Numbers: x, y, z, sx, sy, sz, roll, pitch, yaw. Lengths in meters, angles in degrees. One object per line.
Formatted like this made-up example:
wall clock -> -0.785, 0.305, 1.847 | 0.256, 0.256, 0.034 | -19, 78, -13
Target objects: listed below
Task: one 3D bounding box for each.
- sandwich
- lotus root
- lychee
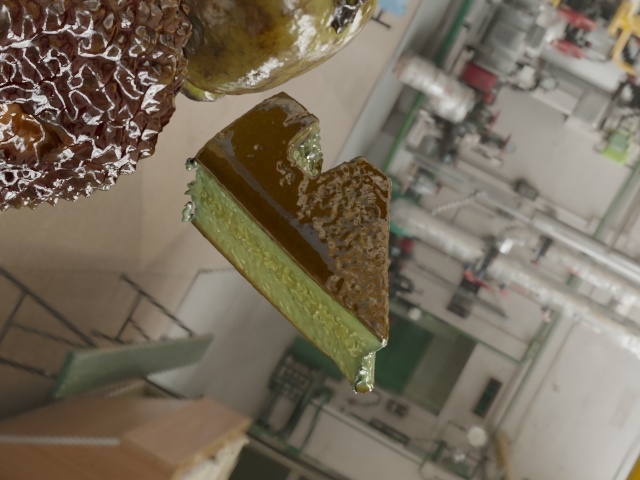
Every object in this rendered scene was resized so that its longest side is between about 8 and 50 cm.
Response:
sandwich -> 0.000, 0.000, 0.882 | 0.128, 0.236, 0.122 | -36, 154, -19
lotus root -> -0.051, -0.217, 1.003 | 0.314, 0.141, 0.169 | -29, 177, 43
lychee -> -0.216, -0.151, 0.672 | 0.271, 0.271, 0.271 | -59, 171, -15
